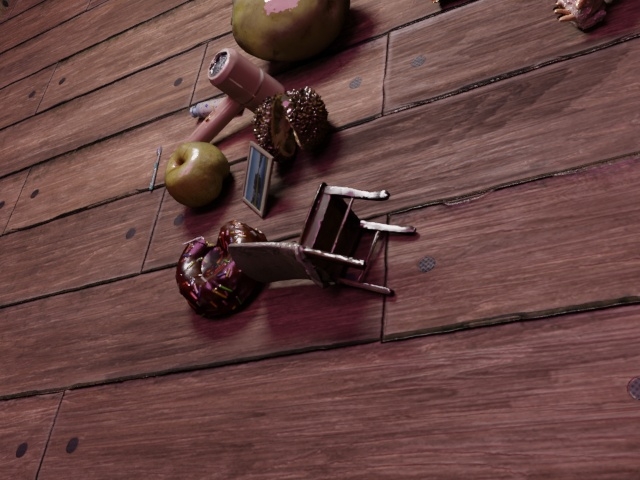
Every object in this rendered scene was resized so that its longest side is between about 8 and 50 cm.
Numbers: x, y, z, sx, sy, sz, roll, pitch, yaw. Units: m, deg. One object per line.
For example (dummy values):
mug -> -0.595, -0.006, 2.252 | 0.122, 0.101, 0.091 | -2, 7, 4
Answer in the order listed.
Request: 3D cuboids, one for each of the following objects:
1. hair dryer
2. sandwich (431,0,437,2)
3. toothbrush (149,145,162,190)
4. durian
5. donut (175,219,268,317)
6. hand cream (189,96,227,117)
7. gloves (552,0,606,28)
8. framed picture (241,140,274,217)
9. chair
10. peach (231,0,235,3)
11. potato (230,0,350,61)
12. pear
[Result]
hair dryer -> -0.272, -0.325, 1.851 | 0.344, 0.189, 0.107 | -42, 41, 23
sandwich -> 0.284, -0.656, 1.724 | 0.192, 0.058, 0.163 | 13, 101, 27
toothbrush -> -0.462, -0.202, 1.990 | 0.014, 0.011, 0.167 | -22, 47, 28
durian -> -0.070, -0.279, 1.684 | 0.195, 0.167, 0.196 | -8, 34, 6
donut -> -0.226, 0.058, 1.560 | 0.230, 0.096, 0.216 | -4, 56, 33
hand cream -> -0.285, -0.368, 1.969 | 0.170, 0.043, 0.065 | -5, 61, 28
gloves -> 0.542, -0.494, 1.433 | 0.144, 0.094, 0.110 | -45, 31, 27
framed picture -> -0.146, -0.142, 1.650 | 0.109, 0.011, 0.149 | 39, 127, 46
chair -> 0.000, 0.000, 1.400 | 0.319, 0.160, 0.186 | 7, 65, 36
peach -> -0.235, -0.748, 2.196 | 0.083, 0.083, 0.083 | -19, 49, 23
potato -> -0.075, -0.586, 1.855 | 0.326, 0.221, 0.243 | -21, 56, 5
pear -> -0.307, -0.162, 1.760 | 0.167, 0.136, 0.167 | -21, 49, 26
